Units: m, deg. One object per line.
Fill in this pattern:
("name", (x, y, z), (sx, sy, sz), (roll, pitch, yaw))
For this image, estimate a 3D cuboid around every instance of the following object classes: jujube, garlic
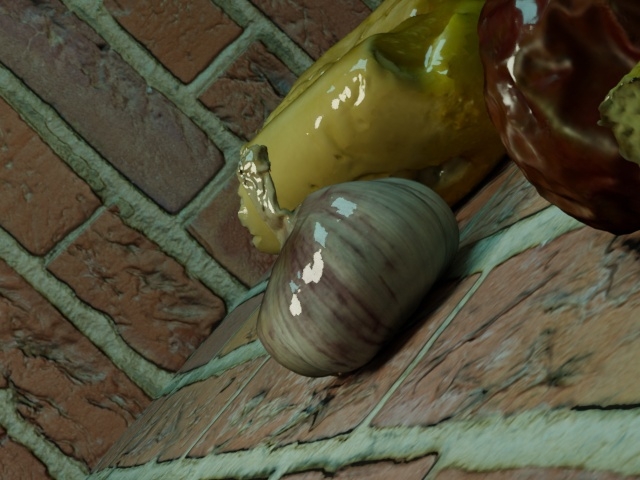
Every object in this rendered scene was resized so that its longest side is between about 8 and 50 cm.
("jujube", (0.206, -0.115, 0.884), (0.216, 0.216, 0.342), (-47, -8, 3))
("garlic", (0.000, 0.000, 1.351), (0.245, 0.253, 0.245), (-43, -3, -3))

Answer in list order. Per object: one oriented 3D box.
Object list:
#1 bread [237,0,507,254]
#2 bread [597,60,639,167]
("bread", (0.111, -0.151, 1.611), (0.394, 0.250, 0.361), (-38, 12, 37))
("bread", (0.245, -0.086, 0.597), (0.139, 0.143, 0.229), (-50, 9, -24))
